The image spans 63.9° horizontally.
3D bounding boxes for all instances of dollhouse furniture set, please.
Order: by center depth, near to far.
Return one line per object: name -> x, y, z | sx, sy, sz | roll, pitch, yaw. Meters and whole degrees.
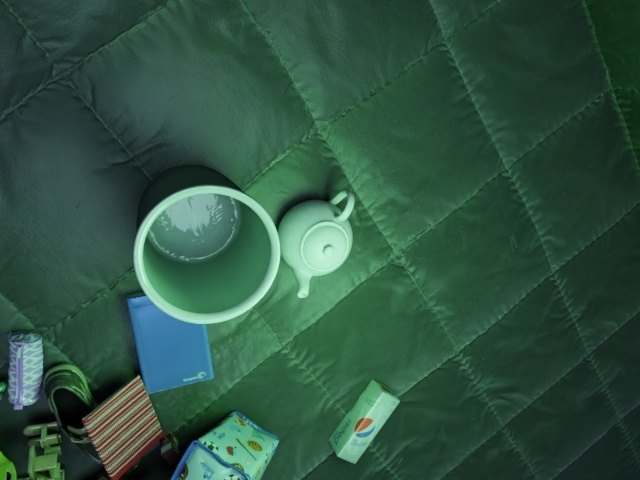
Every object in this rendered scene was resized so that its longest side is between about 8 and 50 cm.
dollhouse furniture set -> -0.820, 0.672, 1.443 | 0.160, 0.212, 0.242 | -3, 134, -21

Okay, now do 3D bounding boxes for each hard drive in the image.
hard drive -> -0.448, 0.295, 1.551 | 0.210, 0.040, 0.319 | -10, 109, -17

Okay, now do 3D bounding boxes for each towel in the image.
towel -> -0.575, 0.554, 1.514 | 0.199, 0.031, 0.275 | -41, 134, -44

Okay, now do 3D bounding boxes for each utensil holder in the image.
utensil holder -> -0.310, -0.015, 1.316 | 0.327, 0.385, 0.328 | -6, 108, -19

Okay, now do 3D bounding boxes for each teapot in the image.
teapot -> 0.000, 0.000, 1.545 | 0.252, 0.187, 0.256 | -21, 111, -14

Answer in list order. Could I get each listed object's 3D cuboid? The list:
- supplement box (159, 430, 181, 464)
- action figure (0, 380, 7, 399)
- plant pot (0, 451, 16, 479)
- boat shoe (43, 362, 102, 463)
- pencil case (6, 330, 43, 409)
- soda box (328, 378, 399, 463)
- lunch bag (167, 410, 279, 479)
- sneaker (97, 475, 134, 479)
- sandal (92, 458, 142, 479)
supplement box -> -0.478, 0.658, 1.630 | 0.043, 0.083, 0.055 | -31, 115, -8
action figure -> -0.959, 0.454, 1.400 | 0.232, 0.063, 0.137 | -35, 127, -3
plant pot -> -0.933, 0.679, 1.320 | 0.276, 0.276, 0.254 | 33, 106, -26
boat shoe -> -0.694, 0.527, 1.483 | 0.132, 0.130, 0.356 | -27, 114, -10
pencil case -> -0.811, 0.349, 1.409 | 0.086, 0.088, 0.206 | 2, 106, -19
soda box -> 0.156, 0.653, 1.855 | 0.091, 0.098, 0.286 | 34, 93, -25
lunch bag -> -0.339, 0.759, 1.560 | 0.238, 0.328, 0.386 | 29, 95, 13
sneaker -> -0.543, 0.796, 1.502 | 0.153, 0.282, 0.099 | 36, 83, -45
sandal -> -0.666, 0.745, 1.607 | 0.219, 0.060, 0.090 | -37, 122, -22
